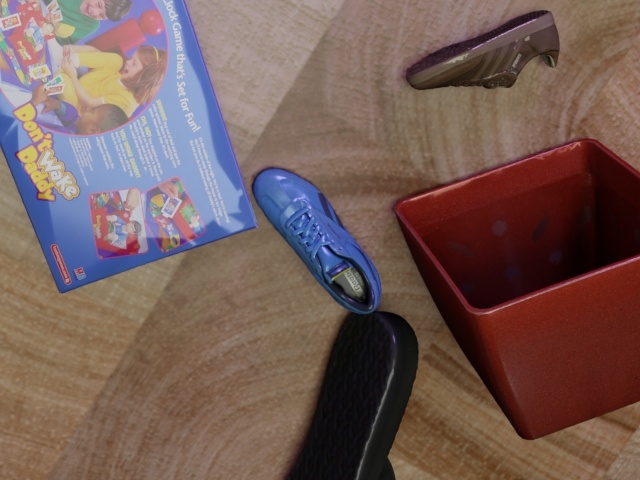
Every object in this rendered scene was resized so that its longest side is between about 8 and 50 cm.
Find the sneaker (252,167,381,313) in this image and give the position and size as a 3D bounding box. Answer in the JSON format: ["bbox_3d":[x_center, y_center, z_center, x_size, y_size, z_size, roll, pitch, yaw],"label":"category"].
[{"bbox_3d":[0.000,0.000,1.157,0.069,0.082,0.209,-39,100,4],"label":"sneaker"}]

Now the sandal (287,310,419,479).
[{"bbox_3d":[0.041,0.305,1.224,0.107,0.167,0.446,12,104,-33],"label":"sandal"}]

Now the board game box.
[{"bbox_3d":[-0.231,-0.144,1.077,0.233,0.078,0.347,-18,108,-6],"label":"board game box"}]

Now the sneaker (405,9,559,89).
[{"bbox_3d":[0.195,-0.202,1.153,0.188,0.066,0.071,-23,110,-4],"label":"sneaker"}]

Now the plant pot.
[{"bbox_3d":[0.270,0.068,1.158,0.267,0.267,0.236,-19,121,-5],"label":"plant pot"}]
